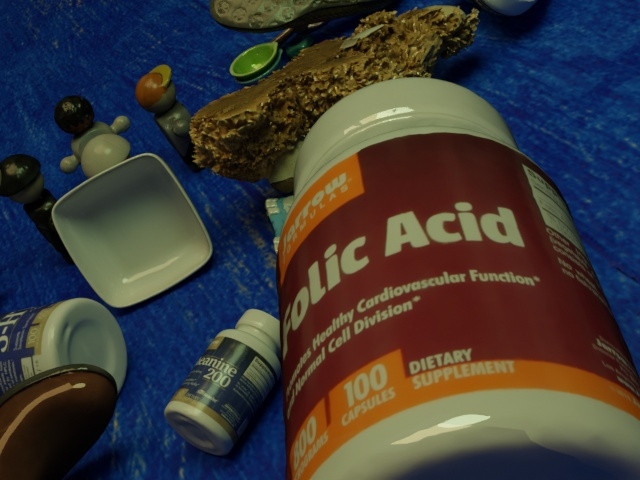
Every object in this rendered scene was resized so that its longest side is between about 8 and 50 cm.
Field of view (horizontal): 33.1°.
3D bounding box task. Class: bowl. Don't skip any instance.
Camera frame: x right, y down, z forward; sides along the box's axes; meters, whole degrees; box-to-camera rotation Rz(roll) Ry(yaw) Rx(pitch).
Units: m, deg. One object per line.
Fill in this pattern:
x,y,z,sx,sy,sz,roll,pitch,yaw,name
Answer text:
-0.196,-0.013,1.146,0.142,0.142,0.053,-28,12,7,bowl

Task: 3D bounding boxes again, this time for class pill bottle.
-0.296,0.125,1.067,0.186,0.112,0.112,-13,39,28,pill bottle
0.082,0.062,0.732,0.224,0.224,0.392,-24,35,13,pill bottle
-0.076,0.120,0.931,0.067,0.067,0.120,3,48,42,pill bottle

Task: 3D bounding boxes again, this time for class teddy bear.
0.024,-0.152,1.140,0.245,0.113,0.338,-5,26,43,teddy bear

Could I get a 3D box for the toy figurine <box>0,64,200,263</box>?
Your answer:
-0.253,-0.095,1.276,0.213,0.148,0.210,-9,40,32,toy figurine

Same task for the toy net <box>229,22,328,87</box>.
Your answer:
-0.029,-0.277,1.416,0.122,0.045,0.232,-9,40,32,toy net

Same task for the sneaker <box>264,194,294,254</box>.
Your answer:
0.000,0.000,1.023,0.082,0.071,0.191,-23,34,4,sneaker

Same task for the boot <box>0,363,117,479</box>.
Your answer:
-0.246,0.250,0.848,0.264,0.096,0.280,-34,34,-4,boot

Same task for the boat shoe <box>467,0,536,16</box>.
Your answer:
0.182,-0.329,1.264,0.102,0.108,0.301,-53,26,33,boat shoe

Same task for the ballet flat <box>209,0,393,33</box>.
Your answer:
-0.018,-0.310,1.389,0.249,0.058,0.084,-9,79,6,ballet flat
